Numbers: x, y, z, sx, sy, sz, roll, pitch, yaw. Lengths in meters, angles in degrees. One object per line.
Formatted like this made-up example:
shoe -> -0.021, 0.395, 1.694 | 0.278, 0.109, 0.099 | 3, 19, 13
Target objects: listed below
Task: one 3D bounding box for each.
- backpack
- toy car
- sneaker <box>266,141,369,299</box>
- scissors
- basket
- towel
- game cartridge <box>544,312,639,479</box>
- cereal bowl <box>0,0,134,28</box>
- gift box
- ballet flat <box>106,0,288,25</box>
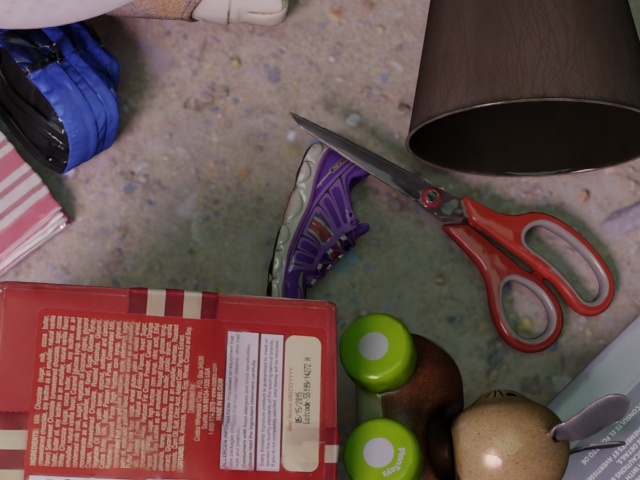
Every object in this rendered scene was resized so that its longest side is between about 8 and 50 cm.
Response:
backpack -> -0.217, -0.126, 0.955 | 0.101, 0.098, 0.120 | -32, 74, -25
toy car -> 0.120, 0.131, 0.802 | 0.189, 0.155, 0.148 | -7, 62, 10
sneaker -> 0.000, 0.000, 0.930 | 0.071, 0.068, 0.169 | 17, 76, 1
scissors -> 0.112, -0.031, 0.935 | 0.109, 0.021, 0.297 | -44, 86, -8
basket -> 0.168, -0.184, 0.932 | 0.205, 0.154, 0.226 | -1, 71, 0
towel -> -0.325, -0.043, 0.975 | 0.144, 0.029, 0.197 | -40, 75, -8
game cartridge -> 0.274, 0.165, 0.867 | 0.294, 0.060, 0.196 | -43, 71, -3
cereal bowl -> -0.223, -0.342, 0.934 | 0.339, 0.141, 0.338 | -7, 55, 10
gift box -> -0.107, 0.177, 0.795 | 0.277, 0.258, 0.255 | 10, 73, -14
ballet flat -> -0.034, -0.252, 0.982 | 0.316, 0.107, 0.106 | -33, 90, -6
